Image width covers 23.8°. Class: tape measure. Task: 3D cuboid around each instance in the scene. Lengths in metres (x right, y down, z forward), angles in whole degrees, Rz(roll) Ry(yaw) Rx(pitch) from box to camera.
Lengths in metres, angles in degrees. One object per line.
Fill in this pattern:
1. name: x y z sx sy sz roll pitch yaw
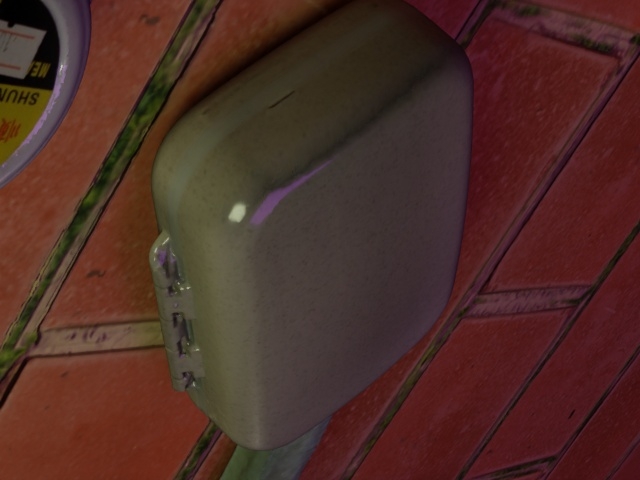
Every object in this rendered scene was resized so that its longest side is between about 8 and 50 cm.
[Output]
1. tape measure: -0.207 -0.100 0.751 0.196 0.105 0.178 5 116 -60

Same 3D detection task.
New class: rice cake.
1. rice cake: -0.049 0.204 1.440 0.066 0.063 0.336 -3 131 -49

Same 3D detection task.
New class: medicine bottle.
1. medicine bottle: 0.000 0.000 1.166 0.282 0.123 0.375 -38 151 -23
